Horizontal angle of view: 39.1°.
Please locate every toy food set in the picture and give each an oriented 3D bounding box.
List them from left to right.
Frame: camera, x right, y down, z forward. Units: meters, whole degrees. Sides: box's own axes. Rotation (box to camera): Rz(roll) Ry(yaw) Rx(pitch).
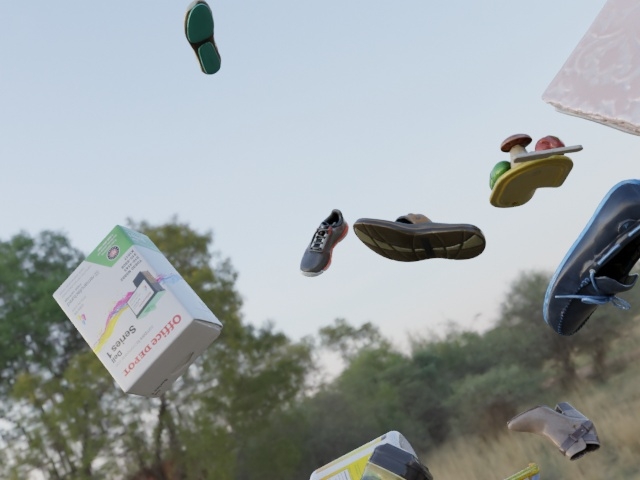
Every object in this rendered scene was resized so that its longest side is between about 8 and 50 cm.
[{"bbox_3d":[0.331,-0.126,1.440,0.128,0.071,0.218,-12,-20,-6],"label":"toy food set"}]

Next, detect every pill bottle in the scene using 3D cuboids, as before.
[{"bbox_3d":[0.064,0.422,1.541,0.215,0.117,0.117,-30,-12,12],"label":"pill bottle"}]

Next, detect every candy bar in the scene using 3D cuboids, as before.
[{"bbox_3d":[0.233,0.341,1.199,0.161,0.040,0.018,-18,11,-26],"label":"candy bar"}]

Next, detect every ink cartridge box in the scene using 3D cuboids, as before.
[{"bbox_3d":[-0.359,0.139,1.768,0.201,0.278,0.117,-47,-26,6],"label":"ink cartridge box"}]

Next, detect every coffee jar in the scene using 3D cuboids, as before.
[{"bbox_3d":[0.072,0.351,1.136,0.184,0.079,0.096,-61,-32,-15],"label":"coffee jar"}]

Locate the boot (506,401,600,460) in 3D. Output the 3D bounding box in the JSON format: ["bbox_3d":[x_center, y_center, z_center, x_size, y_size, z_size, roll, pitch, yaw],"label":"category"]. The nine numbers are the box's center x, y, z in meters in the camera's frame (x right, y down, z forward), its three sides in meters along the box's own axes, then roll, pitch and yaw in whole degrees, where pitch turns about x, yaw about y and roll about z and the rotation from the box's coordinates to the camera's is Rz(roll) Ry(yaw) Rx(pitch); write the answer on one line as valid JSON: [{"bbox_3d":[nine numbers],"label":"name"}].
[{"bbox_3d":[0.343,0.282,1.311,0.118,0.087,0.042,-16,-45,-12],"label":"boot"}]

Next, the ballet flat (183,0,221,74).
[{"bbox_3d":[-0.212,-0.358,1.568,0.057,0.052,0.168,-26,-33,-15],"label":"ballet flat"}]

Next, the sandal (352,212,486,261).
[{"bbox_3d":[0.161,-0.014,1.453,0.219,0.060,0.090,-1,-44,26],"label":"sandal"}]

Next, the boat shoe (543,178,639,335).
[{"bbox_3d":[0.385,0.041,1.231,0.109,0.089,0.258,-12,-46,-32],"label":"boat shoe"}]

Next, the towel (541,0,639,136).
[{"bbox_3d":[0.522,-0.296,1.330,0.053,0.332,0.317,33,-87,-31],"label":"towel"}]

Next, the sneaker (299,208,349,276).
[{"bbox_3d":[0.000,0.000,1.733,0.158,0.061,0.065,-60,-30,-35],"label":"sneaker"}]
